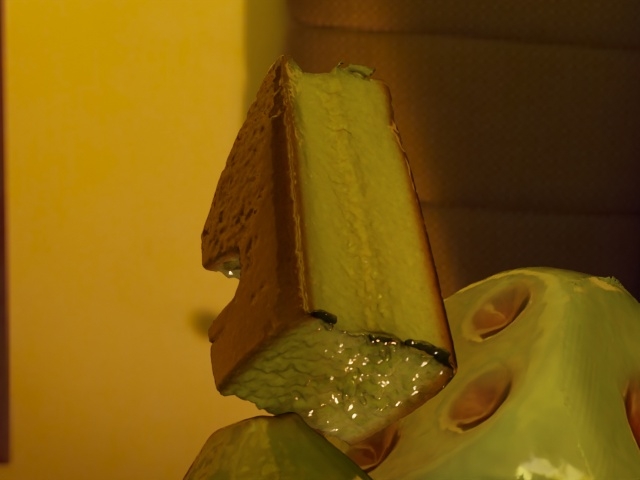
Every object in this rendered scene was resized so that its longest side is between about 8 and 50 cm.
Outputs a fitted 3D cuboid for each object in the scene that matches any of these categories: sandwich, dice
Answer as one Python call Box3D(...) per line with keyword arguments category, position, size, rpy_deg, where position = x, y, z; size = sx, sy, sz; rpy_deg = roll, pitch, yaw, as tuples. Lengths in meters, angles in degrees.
Box3D(category="sandwich", position=(0.000, 0.000, 0.843), size=(0.128, 0.122, 0.235), rpy_deg=(-42, 41, 38))
Box3D(category="dice", position=(0.173, 0.204, 1.071), size=(0.263, 0.264, 0.268), rpy_deg=(-30, 22, 32))

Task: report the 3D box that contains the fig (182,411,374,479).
Box3D(category="fig", position=(-0.015, 0.230, 0.765), size=(0.207, 0.207, 0.230), rpy_deg=(110, 177, -67))
